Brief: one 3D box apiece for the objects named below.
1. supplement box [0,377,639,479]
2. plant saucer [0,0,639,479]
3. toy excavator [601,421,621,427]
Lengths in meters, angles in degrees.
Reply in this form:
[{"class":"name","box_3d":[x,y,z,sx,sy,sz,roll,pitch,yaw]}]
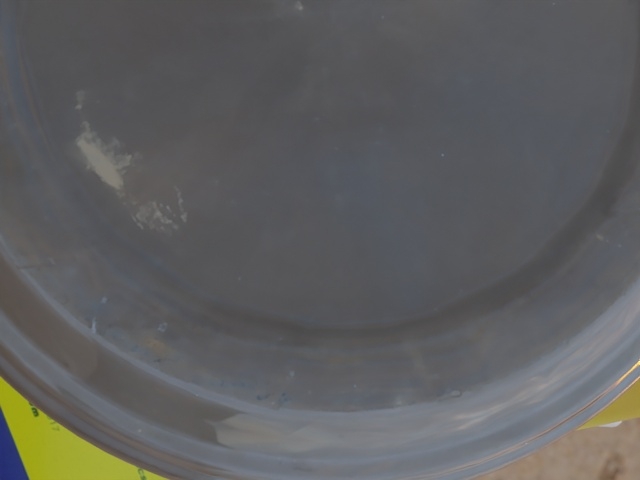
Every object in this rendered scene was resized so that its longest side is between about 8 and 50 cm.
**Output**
[{"class":"supplement box","box_3d":[0.000,0.000,0.891,0.195,0.357,0.194,70,24,-10]},{"class":"plant saucer","box_3d":[0.001,-0.061,0.526,0.278,0.278,0.041,-54,176,-13]},{"class":"toy excavator","box_3d":[0.204,-0.060,1.498,0.222,0.433,0.445,4,82,-2]}]
